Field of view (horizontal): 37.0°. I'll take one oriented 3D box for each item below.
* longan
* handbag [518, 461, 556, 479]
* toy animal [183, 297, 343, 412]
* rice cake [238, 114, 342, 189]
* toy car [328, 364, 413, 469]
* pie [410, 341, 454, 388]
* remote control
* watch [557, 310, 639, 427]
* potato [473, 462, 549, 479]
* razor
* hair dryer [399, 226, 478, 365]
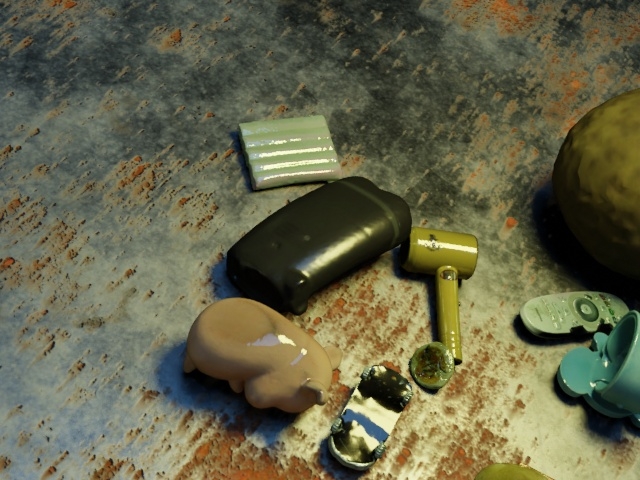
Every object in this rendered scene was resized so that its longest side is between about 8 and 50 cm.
[{"bbox_3d":[0.656,-0.109,1.895,0.391,0.391,0.391,9,50,-10],"label":"longan"},{"bbox_3d":[0.382,0.460,1.546,0.190,0.063,0.127,28,49,10],"label":"handbag"},{"bbox_3d":[-0.094,0.187,1.558,0.250,0.154,0.166,25,41,0],"label":"toy animal"},{"bbox_3d":[-0.060,-0.180,1.942,0.198,0.037,0.189,-2,52,-19],"label":"rice cake"},{"bbox_3d":[0.082,0.293,1.589,0.095,0.056,0.205,29,53,7],"label":"toy car"},{"bbox_3d":[0.198,0.222,1.687,0.085,0.017,0.085,-8,66,19],"label":"pie"},{"bbox_3d":[0.491,0.146,1.845,0.256,0.045,0.097,-2,54,-22],"label":"remote control"},{"bbox_3d":[0.556,0.216,1.708,0.211,0.193,0.211,9,52,-12],"label":"watch"},{"bbox_3d":[0.297,0.483,1.407,0.210,0.173,0.307,-12,71,9],"label":"potato"},{"bbox_3d":[0.001,-0.002,1.746,0.204,0.113,0.349,29,46,36],"label":"razor"},{"bbox_3d":[0.223,0.102,1.778,0.135,0.090,0.279,8,56,-11],"label":"hair dryer"}]
